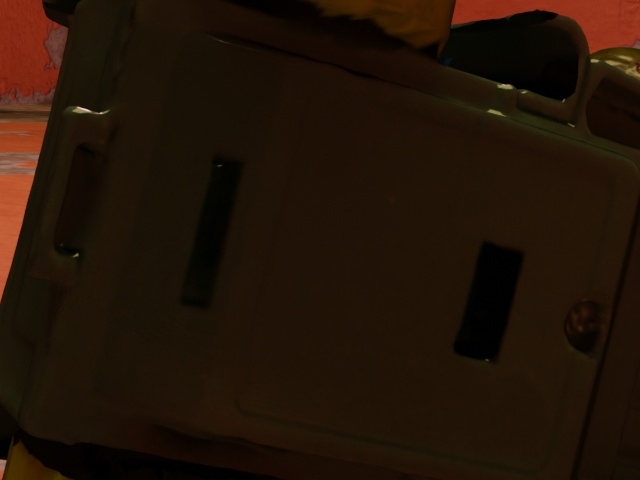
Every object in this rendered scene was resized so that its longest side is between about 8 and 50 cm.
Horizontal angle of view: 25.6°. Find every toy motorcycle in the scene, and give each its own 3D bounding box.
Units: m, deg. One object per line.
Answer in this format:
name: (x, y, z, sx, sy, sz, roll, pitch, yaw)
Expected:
toy motorcycle: (0.046, 0.021, 0.493, 0.326, 0.191, 0.200, 15, -2, -24)

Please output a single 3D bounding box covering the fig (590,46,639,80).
fig: (0.379, -0.133, 1.775, 0.195, 0.195, 0.245, 2, -29, 1)
